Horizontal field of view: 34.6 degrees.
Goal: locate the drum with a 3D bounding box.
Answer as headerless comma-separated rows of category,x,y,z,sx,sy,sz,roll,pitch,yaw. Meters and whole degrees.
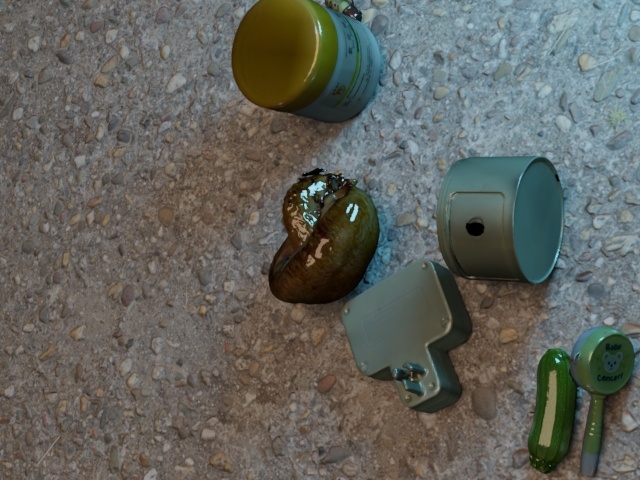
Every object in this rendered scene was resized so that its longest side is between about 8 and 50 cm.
drum,0.486,0.269,1.757,0.049,0.130,0.253,16,117,58

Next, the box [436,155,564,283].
box,0.325,-0.038,1.841,0.149,0.226,0.226,2,79,35

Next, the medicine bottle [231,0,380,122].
medicine bottle,-0.027,-0.378,2.151,0.238,0.232,0.237,-2,86,37

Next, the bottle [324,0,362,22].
bottle,0.054,-0.509,2.260,0.047,0.063,0.101,-32,59,-14

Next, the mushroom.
mushroom,0.012,-0.004,2.063,0.263,0.195,0.283,150,129,-66

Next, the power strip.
power strip,0.162,0.190,1.951,0.229,0.141,0.261,-32,59,25

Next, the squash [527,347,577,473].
squash,0.406,0.298,1.794,0.077,0.068,0.219,8,82,24
